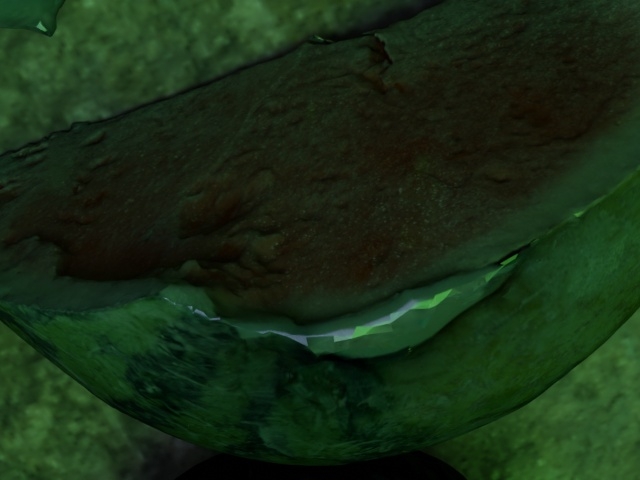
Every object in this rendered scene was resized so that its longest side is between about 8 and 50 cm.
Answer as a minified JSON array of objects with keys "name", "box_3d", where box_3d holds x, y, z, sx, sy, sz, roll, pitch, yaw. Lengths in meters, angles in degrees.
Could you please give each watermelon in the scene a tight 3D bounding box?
[{"name":"watermelon","box_3d":[0.000,0.000,0.656,0.305,0.224,0.180,-18,76,4]}]

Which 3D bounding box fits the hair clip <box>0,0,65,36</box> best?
[{"name":"hair clip","box_3d":[-0.202,-0.189,0.437,0.238,0.392,0.318,16,121,11]}]

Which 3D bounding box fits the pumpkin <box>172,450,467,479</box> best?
[{"name":"pumpkin","box_3d":[-0.006,0.165,0.737,0.194,0.150,0.194,3,117,6]}]
